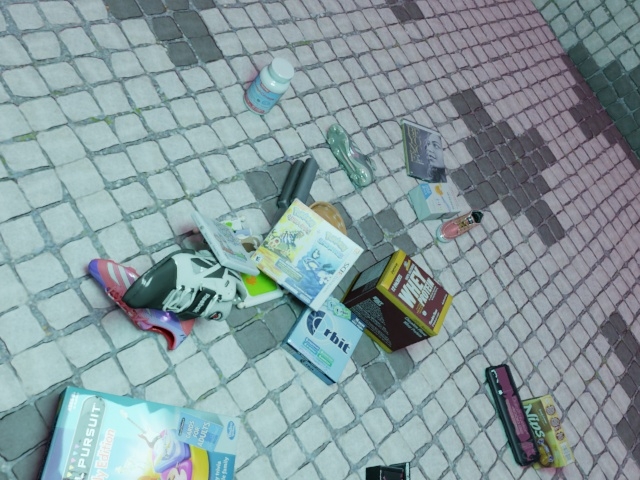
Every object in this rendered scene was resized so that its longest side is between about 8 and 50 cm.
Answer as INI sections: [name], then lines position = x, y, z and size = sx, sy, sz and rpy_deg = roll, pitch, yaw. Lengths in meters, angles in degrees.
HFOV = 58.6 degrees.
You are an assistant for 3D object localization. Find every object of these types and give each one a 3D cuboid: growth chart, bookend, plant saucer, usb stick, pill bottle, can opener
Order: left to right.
[growth chart]
position = -0.182, 0.048, 1.366
size = 0.172, 0.021, 0.237
rpy_deg = -25, 83, -41
[pill bottle]
position = -0.137, -0.416, 1.538
size = 0.087, 0.160, 0.087
rpy_deg = 15, 59, -27
[can opener]
position = -0.062, -0.089, 1.498
size = 0.095, 0.076, 0.283
rpy_deg = 56, 41, -41
[plant saucer]
position = 0.000, 0.000, 1.461
size = 0.200, 0.037, 0.199
rpy_deg = 9, 78, -52
[bookend]
position = 0.120, 0.570, 1.272
size = 0.156, 0.072, 0.157
rpy_deg = 19, 57, -25
[usb stick]
position = 0.541, 0.486, 1.608
size = 0.077, 0.045, 0.278
rpy_deg = -12, 72, -13

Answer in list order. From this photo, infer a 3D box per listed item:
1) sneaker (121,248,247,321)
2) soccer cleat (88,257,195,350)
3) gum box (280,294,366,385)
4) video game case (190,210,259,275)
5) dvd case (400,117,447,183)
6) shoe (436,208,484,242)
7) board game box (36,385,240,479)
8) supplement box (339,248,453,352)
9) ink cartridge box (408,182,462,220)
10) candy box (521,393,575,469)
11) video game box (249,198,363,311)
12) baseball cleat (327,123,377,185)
[sneaker]
position = -0.245, 0.100, 1.136
size = 0.146, 0.122, 0.330
rpy_deg = 50, 21, 10
[soccer cleat]
position = -0.371, 0.127, 1.163
size = 0.248, 0.083, 0.095
rpy_deg = 37, 56, -17
[gum box]
position = 0.011, 0.230, 1.390
size = 0.157, 0.041, 0.184
rpy_deg = 41, 52, -10
[video game case]
position = -0.208, 0.009, 1.258
size = 0.143, 0.019, 0.157
rpy_deg = 54, 9, 22
[dvd case]
position = 0.345, -0.292, 1.893
size = 0.165, 0.018, 0.221
rpy_deg = 13, 60, -28
[shoe]
position = 0.442, -0.051, 1.796
size = 0.178, 0.081, 0.063
rpy_deg = -24, 82, -39
[board game box]
position = -0.328, 0.428, 1.037
size = 0.336, 0.079, 0.253
rpy_deg = 19, 57, -25
[supplement box]
position = 0.187, 0.158, 1.445
size = 0.191, 0.194, 0.129
rpy_deg = 42, 51, -9
[ink cartridge box]
position = 0.375, -0.124, 1.800
size = 0.181, 0.061, 0.104
rpy_deg = -6, 71, -36
[candy box]
position = 0.623, 0.537, 1.604
size = 0.053, 0.109, 0.186
rpy_deg = -5, 71, -35
[video game box]
position = -0.033, 0.034, 1.350
size = 0.205, 0.048, 0.187
rpy_deg = 37, 88, -5
[baseball cleat]
position = 0.096, -0.253, 1.685
size = 0.109, 0.072, 0.205
rpy_deg = -22, 85, -53
